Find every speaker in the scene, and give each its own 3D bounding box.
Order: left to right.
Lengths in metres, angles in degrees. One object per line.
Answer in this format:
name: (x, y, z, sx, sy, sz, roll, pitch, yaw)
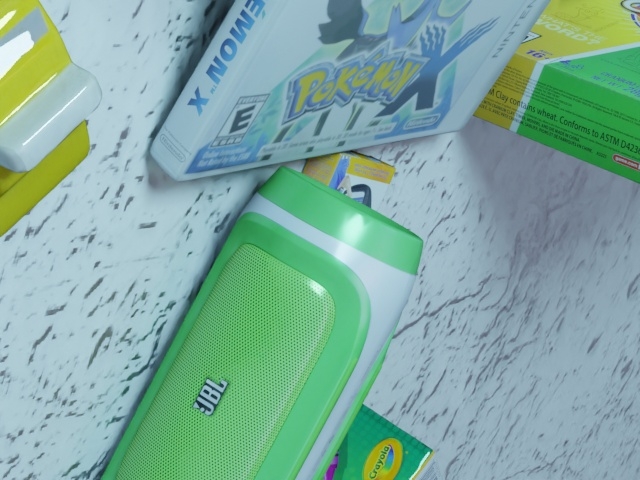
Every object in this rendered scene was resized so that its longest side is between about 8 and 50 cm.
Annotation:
speaker: (-0.047, 0.106, 1.160, 0.131, 0.131, 0.296, 21, 98, -59)

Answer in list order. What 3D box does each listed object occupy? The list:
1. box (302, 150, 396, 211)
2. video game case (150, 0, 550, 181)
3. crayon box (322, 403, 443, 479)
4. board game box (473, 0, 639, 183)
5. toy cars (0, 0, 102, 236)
box: (0.000, 0.000, 1.253, 0.081, 0.028, 0.136, 10, 104, -58)
video game case: (0.071, -0.174, 1.122, 0.329, 0.036, 0.300, -13, 144, -52)
crayon box: (0.033, 0.271, 1.423, 0.165, 0.081, 0.278, -48, 150, -18)
board game box: (0.292, -0.133, 1.377, 0.316, 0.242, 0.064, -26, 132, -46)
toy cars: (-0.133, -0.168, 0.864, 0.176, 0.087, 0.393, -9, 121, -54)
